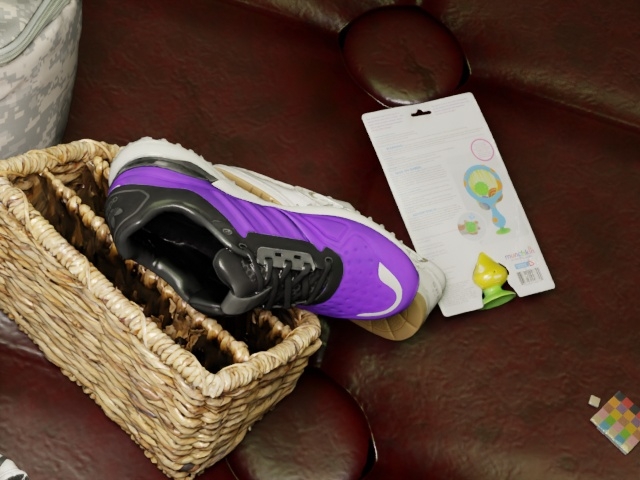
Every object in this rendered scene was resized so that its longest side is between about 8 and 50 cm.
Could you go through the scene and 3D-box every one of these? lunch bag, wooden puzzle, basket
[{"bbox_3d":[-0.338,-0.168,1.390,0.213,0.305,0.256,4,53,-11],"label":"lunch bag"},{"bbox_3d":[0.306,0.185,1.486,0.083,0.006,0.049,44,60,14],"label":"wooden puzzle"},{"bbox_3d":[-0.143,0.032,1.355,0.299,0.223,0.213,42,60,15],"label":"basket"}]

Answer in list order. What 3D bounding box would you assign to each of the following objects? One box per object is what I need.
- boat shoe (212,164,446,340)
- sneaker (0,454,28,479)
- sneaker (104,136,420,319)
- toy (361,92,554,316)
[{"bbox_3d":[0.000,0.000,1.488,0.277,0.098,0.096,32,40,14],"label":"boat shoe"},{"bbox_3d":[-0.316,0.230,1.310,0.109,0.040,0.044,-27,46,-25],"label":"sneaker"},{"bbox_3d":[-0.053,0.024,1.263,0.293,0.102,0.146,20,29,-12],"label":"sneaker"},{"bbox_3d":[0.139,-0.033,1.554,0.137,0.056,0.237,-13,68,-24],"label":"toy"}]
